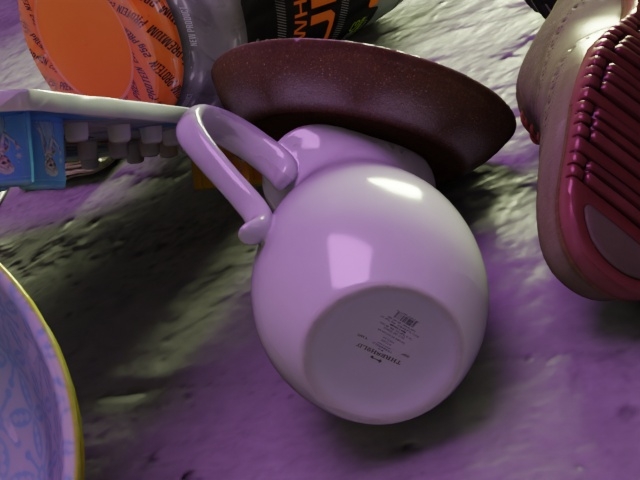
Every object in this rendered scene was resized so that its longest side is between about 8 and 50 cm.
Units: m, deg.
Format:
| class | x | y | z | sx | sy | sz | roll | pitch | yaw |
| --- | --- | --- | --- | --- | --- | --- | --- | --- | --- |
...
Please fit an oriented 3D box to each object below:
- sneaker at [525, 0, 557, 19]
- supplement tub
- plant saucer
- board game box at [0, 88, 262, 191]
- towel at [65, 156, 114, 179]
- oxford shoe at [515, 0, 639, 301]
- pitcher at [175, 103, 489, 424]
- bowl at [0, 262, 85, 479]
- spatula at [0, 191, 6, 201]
| class | x | y | z | sx | sy | sz | roll | pitch | yaw |
| --- | --- | --- | --- | --- | --- | --- | --- | --- | --- |
| sneaker | 0.230 | -0.224 | 1.015 | 0.208 | 0.081 | 0.094 | -11 | 29 | 51 |
| supplement tub | -0.075 | -0.218 | 1.107 | 0.194 | 0.193 | 0.316 | 6 | 33 | 44 |
| plant saucer | 0.024 | -0.073 | 0.876 | 0.199 | 0.198 | 0.036 | 1 | 73 | 39 |
| board game box | -0.267 | -0.041 | 0.909 | 0.390 | 0.050 | 0.390 | -6 | 1 | 19 |
| towel | -0.200 | -0.099 | 1.225 | 0.110 | 0.027 | 0.148 | -4 | 36 | 36 |
| oxford shoe | 0.178 | -0.073 | 0.828 | 0.130 | 0.123 | 0.348 | -37 | 17 | 42 |
| pitcher | 0.000 | 0.000 | 0.756 | 0.125 | 0.178 | 0.207 | -60 | 18 | 22 |
| bowl | -0.254 | 0.130 | 0.718 | 0.289 | 0.289 | 0.156 | -28 | -13 | -5 |
| spatula | -0.373 | -0.008 | 1.157 | 0.168 | 0.019 | 0.242 | 12 | 35 | 1 |
